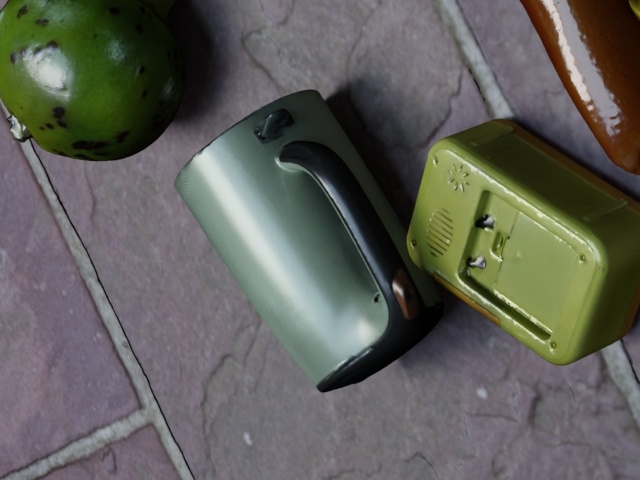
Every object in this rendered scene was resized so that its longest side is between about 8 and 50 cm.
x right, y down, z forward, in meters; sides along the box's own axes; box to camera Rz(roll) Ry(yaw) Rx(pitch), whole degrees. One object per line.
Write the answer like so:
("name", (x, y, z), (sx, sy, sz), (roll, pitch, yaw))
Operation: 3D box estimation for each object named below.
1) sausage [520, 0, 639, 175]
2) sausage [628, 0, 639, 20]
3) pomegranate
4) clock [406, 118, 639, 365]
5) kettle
("sausage", (0.209, -0.192, 1.439), (0.083, 0.089, 0.300), (-32, 83, 41))
("sausage", (0.348, -0.086, 1.350), (0.371, 0.082, 0.082), (53, 136, 17))
("pomegranate", (-0.216, -0.196, 1.815), (0.211, 0.211, 0.263), (41, 87, 26))
("clock", (0.180, -0.001, 1.544), (0.202, 0.096, 0.143), (37, 132, 31))
("kettle", (0.000, 0.000, 1.657), (0.255, 0.165, 0.240), (59, 160, 10))
